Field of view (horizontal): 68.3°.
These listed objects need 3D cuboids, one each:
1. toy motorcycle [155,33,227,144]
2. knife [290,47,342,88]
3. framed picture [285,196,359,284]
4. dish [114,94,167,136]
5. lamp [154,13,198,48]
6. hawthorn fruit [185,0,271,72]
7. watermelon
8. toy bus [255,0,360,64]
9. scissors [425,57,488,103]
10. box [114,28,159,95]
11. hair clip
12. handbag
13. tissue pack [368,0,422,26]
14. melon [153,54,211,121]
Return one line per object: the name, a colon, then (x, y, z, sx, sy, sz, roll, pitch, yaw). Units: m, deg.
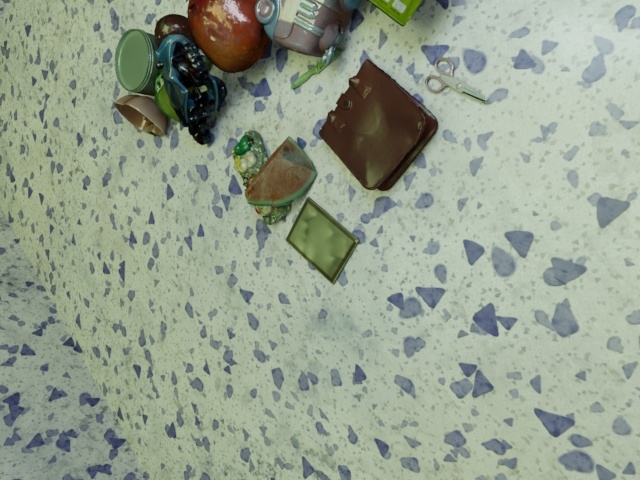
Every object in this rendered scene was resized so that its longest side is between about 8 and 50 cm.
toy motorcycle: (-0.433, -0.508, 1.564, 0.232, 0.172, 0.416, 53, 158, 16)
knife: (-0.015, -0.506, 1.401, 0.207, 0.014, 0.030, -28, 76, 35)
framed picture: (0.000, 0.000, 1.441, 0.231, 0.010, 0.173, 43, 118, 26)
dish: (-0.682, -0.500, 1.838, 0.213, 0.213, 0.090, 17, 71, 35)
lamp: (-0.508, -0.731, 1.674, 0.156, 0.157, 0.135, -37, 54, 40)
hawthorn fruit: (-0.284, -0.675, 1.409, 0.276, 0.307, 0.276, -41, 28, 27)
watermelon: (-0.114, -0.184, 1.443, 0.146, 0.128, 0.231, 38, 97, -17)
toy bus: (-0.013, -0.645, 1.287, 0.231, 0.197, 0.294, 37, 115, 18)
scissors: (0.333, -0.376, 1.144, 0.176, 0.022, 0.085, 44, 117, 29)
box: (-0.649, -0.665, 1.783, 0.226, 0.149, 0.226, 4, 97, 36)
hair clip: (-0.210, -0.208, 1.530, 0.138, 0.091, 0.321, -35, 75, 31)
handbag: (0.143, -0.300, 1.264, 0.275, 0.084, 0.260, 52, 124, 22)
tissue pack: (0.127, -0.657, 1.085, 0.274, 0.200, 0.167, 31, 122, -15)
melon: (-0.522, -0.573, 1.683, 0.129, 0.169, 0.265, 47, 118, 26)
